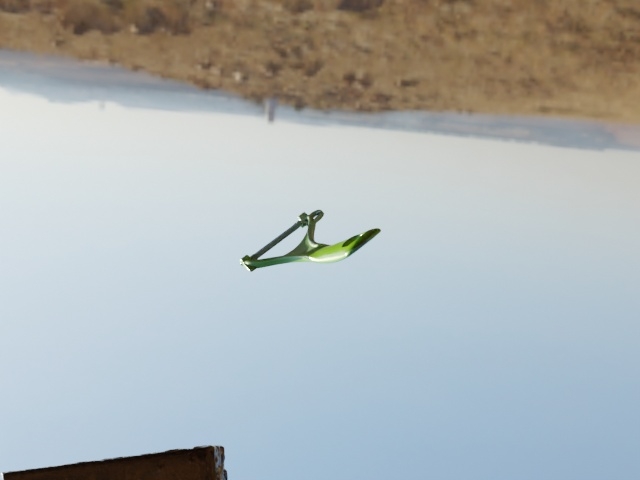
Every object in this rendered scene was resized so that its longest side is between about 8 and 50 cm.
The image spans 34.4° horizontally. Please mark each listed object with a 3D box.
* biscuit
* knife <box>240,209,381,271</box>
[{"bbox_3d":[-0.223,0.286,1.110,0.252,0.106,0.070,-8,168,1],"label":"biscuit"},{"bbox_3d":[0.001,0.002,0.750,0.078,0.022,0.166,-43,-162,-19],"label":"knife"}]
